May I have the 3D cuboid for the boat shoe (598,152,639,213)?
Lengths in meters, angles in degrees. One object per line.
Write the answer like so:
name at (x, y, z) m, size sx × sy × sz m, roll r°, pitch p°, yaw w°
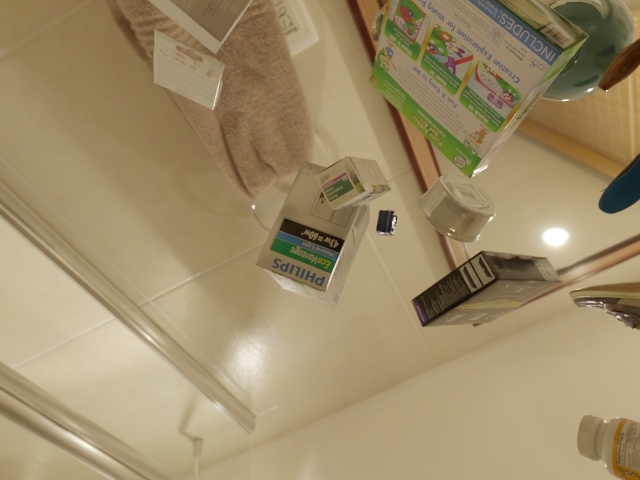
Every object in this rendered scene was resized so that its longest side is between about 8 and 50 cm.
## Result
boat shoe at (0.960, -0.186, 1.200) m, size 0.109 × 0.258 × 0.089 m, roll 46°, pitch -143°, yaw 20°

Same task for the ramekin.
ramekin at (0.533, -0.134, 1.533) m, size 0.277 × 0.278 × 0.135 m, roll -79°, pitch -166°, yaw -50°

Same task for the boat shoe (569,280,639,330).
boat shoe at (0.593, 0.123, 0.740) m, size 0.103 × 0.092 × 0.285 m, roll -7°, pitch 173°, yaw -15°

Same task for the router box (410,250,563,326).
router box at (0.428, 0.131, 1.028) m, size 0.243 × 0.309 × 0.080 m, roll -47°, pitch -130°, yaw 39°

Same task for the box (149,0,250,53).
box at (-0.341, -0.680, 0.988) m, size 0.214 × 0.346 × 0.168 m, roll -55°, pitch -155°, yaw 0°

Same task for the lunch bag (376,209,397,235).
lunch bag at (0.245, -0.066, 1.448) m, size 0.065 × 0.067 × 0.098 m, roll 6°, pitch -104°, yaw 20°

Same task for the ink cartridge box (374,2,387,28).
ink cartridge box at (0.385, -0.895, 1.365) m, size 0.330 × 0.071 × 0.324 m, roll -51°, pitch -152°, yaw -4°

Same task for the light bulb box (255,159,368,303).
light bulb box at (0.000, 0.000, 1.306) m, size 0.226 × 0.358 × 0.360 m, roll 20°, pitch -105°, yaw 13°

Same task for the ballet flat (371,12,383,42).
ballet flat at (0.196, -0.737, 1.389) m, size 0.041 × 0.114 × 0.041 m, roll -2°, pitch -109°, yaw 5°

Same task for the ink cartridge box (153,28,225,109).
ink cartridge box at (-0.282, -0.372, 0.858) m, size 0.179 × 0.146 × 0.045 m, roll -34°, pitch -142°, yaw 62°

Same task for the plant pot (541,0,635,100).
plant pot at (0.659, -0.520, 1.086) m, size 0.291 × 0.289 × 0.196 m, roll 6°, pitch -155°, yaw 44°

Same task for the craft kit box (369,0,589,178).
craft kit box at (0.186, -0.247, 0.562) m, size 0.061 × 0.246 × 0.249 m, roll -34°, pitch -106°, yaw -19°

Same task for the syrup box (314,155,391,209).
syrup box at (0.087, -0.141, 0.987) m, size 0.093 × 0.096 × 0.237 m, roll -29°, pitch 176°, yaw 24°

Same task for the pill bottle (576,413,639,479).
pill bottle at (0.626, 0.415, 0.768) m, size 0.209 × 0.117 × 0.117 m, roll 1°, pitch -137°, yaw 52°

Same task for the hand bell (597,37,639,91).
hand bell at (0.560, -0.355, 0.649) m, size 0.126 × 0.126 × 0.242 m, roll -78°, pitch -166°, yaw -49°
